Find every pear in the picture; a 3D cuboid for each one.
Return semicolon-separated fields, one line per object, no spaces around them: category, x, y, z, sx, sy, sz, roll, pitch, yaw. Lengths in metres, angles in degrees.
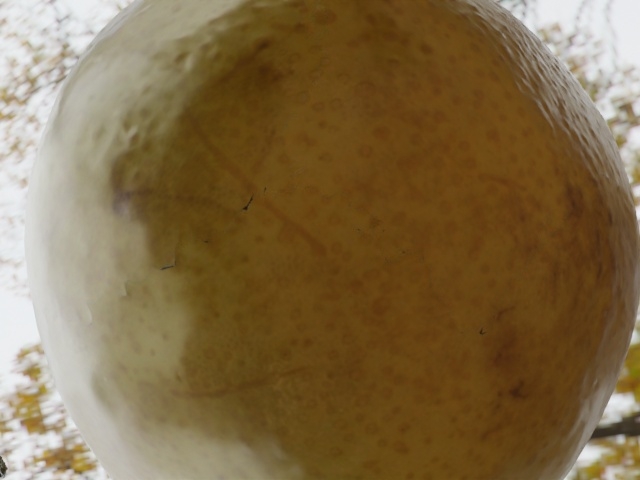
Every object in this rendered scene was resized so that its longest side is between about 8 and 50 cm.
pear;0.000;0.000;0.549;0.208;0.209;0.209;9;-106;-32

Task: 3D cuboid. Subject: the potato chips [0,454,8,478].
potato chips;-0.300;0.125;1.219;0.207;0.091;0.028;68;-169;-52
